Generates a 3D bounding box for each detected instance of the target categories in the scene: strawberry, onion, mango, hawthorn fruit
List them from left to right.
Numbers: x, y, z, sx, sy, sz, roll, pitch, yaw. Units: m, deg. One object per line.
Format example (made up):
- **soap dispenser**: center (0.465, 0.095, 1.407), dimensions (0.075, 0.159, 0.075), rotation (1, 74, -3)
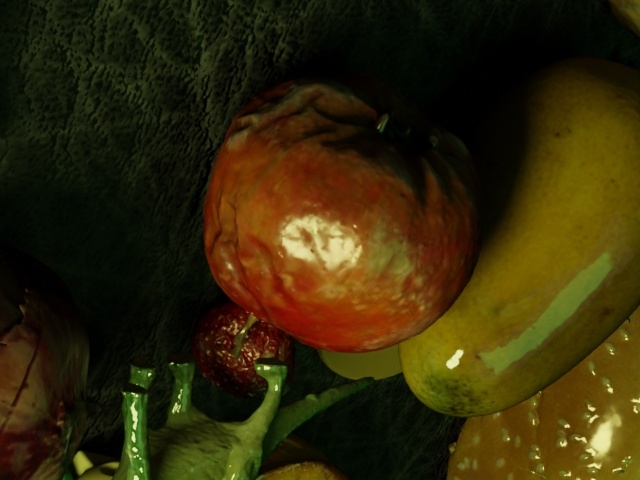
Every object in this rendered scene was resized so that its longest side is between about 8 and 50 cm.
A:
- **onion**: center (-0.281, 0.116, 1.172), dimensions (0.252, 0.219, 0.252), rotation (9, 90, -85)
- **strawberry**: center (-0.065, 0.098, 1.449), dimensions (0.106, 0.106, 0.106), rotation (-26, 141, -24)
- **hawthorn fruit**: center (0.000, 0.000, 1.320), dimensions (0.241, 0.242, 0.272), rotation (0, 138, -45)
- **mango**: center (0.201, 0.003, 1.464), dimensions (0.378, 0.221, 0.264), rotation (-53, 178, -20)

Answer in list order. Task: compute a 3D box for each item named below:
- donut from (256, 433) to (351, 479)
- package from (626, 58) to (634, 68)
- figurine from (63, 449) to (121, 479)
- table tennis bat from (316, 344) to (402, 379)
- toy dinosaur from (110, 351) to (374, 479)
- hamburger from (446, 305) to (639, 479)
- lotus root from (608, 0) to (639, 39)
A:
- **donut**: center (-0.071, 0.302, 1.628), dimensions (0.253, 0.118, 0.253), rotation (-28, 144, -23)
- **package**: center (0.295, -0.136, 1.626), dimensions (0.077, 0.033, 0.111), rotation (-59, 163, -20)
- **figurine**: center (-0.211, 0.333, 1.430), dimensions (0.324, 0.222, 0.124), rotation (-52, 146, 9)
- **table tennis bat**: center (0.115, 0.076, 1.644), dimensions (0.321, 0.050, 0.198), rotation (25, 105, -50)
- **toy dinosaur**: center (-0.124, 0.247, 1.315), dimensions (0.447, 0.087, 0.301), rotation (-3, 103, -39)
- **hamburger**: center (0.351, 0.231, 1.836), dimensions (0.268, 0.287, 0.445), rotation (17, 111, -49)
- **lotus root**: center (0.432, -0.314, 1.523), dimensions (0.390, 0.111, 0.375), rotation (-31, 144, -24)
